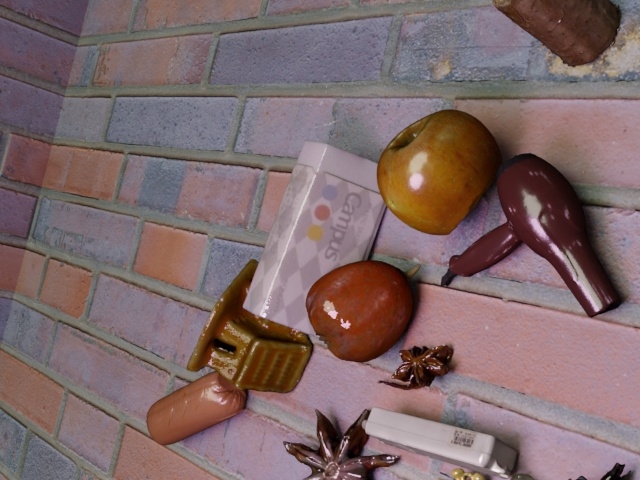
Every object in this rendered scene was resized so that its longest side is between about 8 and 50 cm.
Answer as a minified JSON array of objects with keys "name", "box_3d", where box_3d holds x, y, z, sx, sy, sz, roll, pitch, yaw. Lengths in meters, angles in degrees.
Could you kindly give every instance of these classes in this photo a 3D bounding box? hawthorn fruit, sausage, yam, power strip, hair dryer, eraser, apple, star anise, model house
[{"name":"hawthorn fruit","box_3d":[0.097,0.121,1.675,0.251,0.199,0.199,-39,49,2]},{"name":"sausage","box_3d":[-0.303,0.407,2.046,0.304,0.121,0.121,-31,58,34]},{"name":"yam","box_3d":[0.406,-0.412,1.463,0.128,0.238,0.129,-11,64,51]},{"name":"power strip","box_3d":[0.206,0.365,1.531,0.338,0.098,0.058,3,66,46]},{"name":"hair dryer","box_3d":[0.345,0.044,1.508,0.340,0.123,0.312,-43,61,43]},{"name":"eraser","box_3d":[0.000,0.001,1.805,0.082,0.213,0.396,-165,96,-79]},{"name":"apple","box_3d":[0.226,-0.124,1.577,0.237,0.207,0.237,-40,17,15]},{"name":"star anise","box_3d":[0.040,0.471,1.690,0.288,0.088,0.288,-11,68,30]},{"name":"model house","box_3d":[-0.130,0.210,1.889,0.239,0.173,0.268,27,101,15]},{"name":"star anise","box_3d":[0.176,0.255,1.629,0.191,0.070,0.097,-14,41,45]}]

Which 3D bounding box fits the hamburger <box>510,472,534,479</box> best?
[{"name":"hamburger","box_3d":[0.338,0.444,1.386,0.054,0.084,0.121,-41,50,33]}]

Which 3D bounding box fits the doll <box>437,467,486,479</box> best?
[{"name":"doll","box_3d":[0.232,0.549,1.468,0.117,0.086,0.291,13,87,16]}]

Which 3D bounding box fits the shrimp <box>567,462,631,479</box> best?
[{"name":"shrimp","box_3d":[0.389,0.552,1.267,0.272,0.085,0.445,24,83,24]}]
